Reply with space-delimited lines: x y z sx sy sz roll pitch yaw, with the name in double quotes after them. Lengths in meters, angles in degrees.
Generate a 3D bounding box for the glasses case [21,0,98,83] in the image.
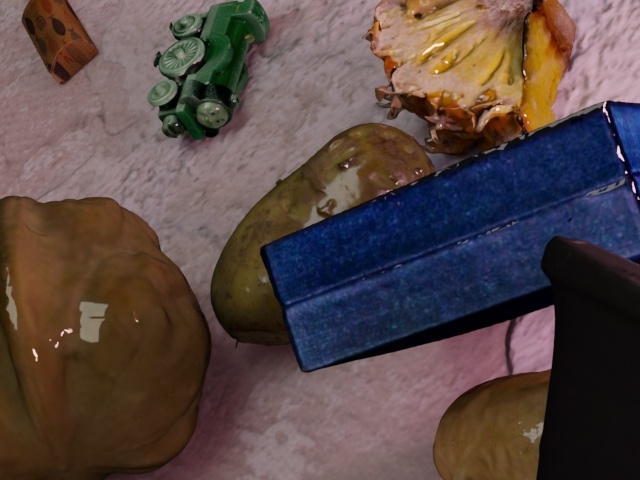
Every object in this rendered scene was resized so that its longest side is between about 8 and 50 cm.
-0.337 -0.265 2.092 0.064 0.041 0.170 -41 38 5 "glasses case"

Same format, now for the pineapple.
0.148 -0.159 1.508 0.186 0.114 0.236 -47 47 -4 "pineapple"

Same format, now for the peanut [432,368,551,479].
0.200 0.129 1.176 0.263 0.101 0.117 -23 42 22 "peanut"

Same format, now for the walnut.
-0.245 0.099 1.490 0.277 0.282 0.253 -107 30 -43 "walnut"

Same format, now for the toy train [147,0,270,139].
-0.122 -0.185 1.799 0.104 0.071 0.178 -7 49 25 "toy train"

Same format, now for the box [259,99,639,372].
0.142 -0.002 1.222 0.279 0.261 0.116 -21 85 27 "box"

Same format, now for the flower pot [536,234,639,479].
0.251 0.175 0.931 0.379 0.379 0.251 29 98 52 "flower pot"

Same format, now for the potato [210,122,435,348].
0.000 0.000 1.477 0.251 0.113 0.149 -50 44 6 "potato"
